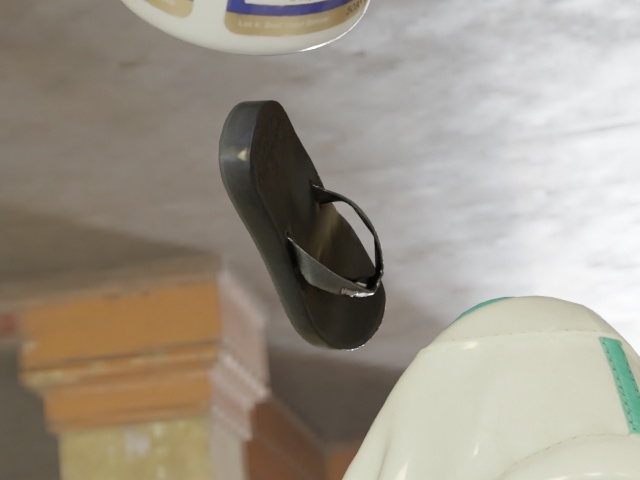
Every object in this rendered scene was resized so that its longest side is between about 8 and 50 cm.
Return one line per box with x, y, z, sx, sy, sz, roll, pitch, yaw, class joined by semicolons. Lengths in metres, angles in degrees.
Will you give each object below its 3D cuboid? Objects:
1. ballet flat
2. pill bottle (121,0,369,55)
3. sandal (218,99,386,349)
0.017;0.208;0.773;0.139;0.139;0.400;11;114;-45;ballet flat
-0.024;-0.241;1.008;0.153;0.153;0.265;-1;130;-18;pill bottle
0.000;0.000;1.378;0.054;0.097;0.254;0;149;24;sandal
